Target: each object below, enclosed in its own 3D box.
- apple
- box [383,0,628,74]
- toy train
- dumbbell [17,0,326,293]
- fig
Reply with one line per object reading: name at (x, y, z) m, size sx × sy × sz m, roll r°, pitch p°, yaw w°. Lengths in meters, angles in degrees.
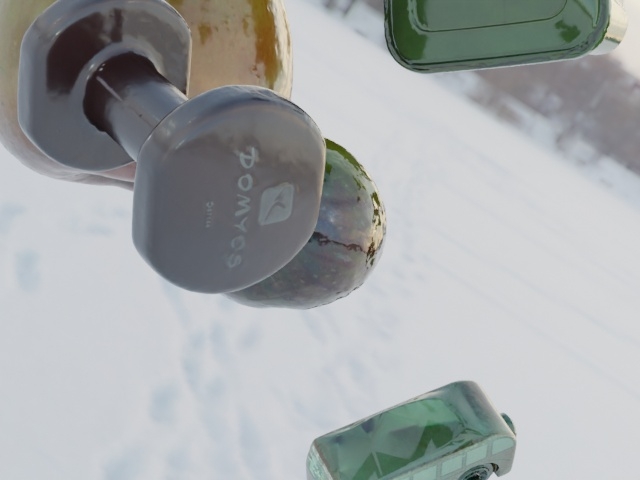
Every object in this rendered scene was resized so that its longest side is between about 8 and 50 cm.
apple at (-0.188, -0.204, 1.642) m, size 0.338 × 0.305 × 0.338 m, roll 10°, pitch -6°, yaw 1°
box at (0.210, -0.344, 1.686) m, size 0.253 × 0.329 × 0.178 m, roll -2°, pitch 0°, yaw 30°
toy train at (0.134, 0.306, 2.226) m, size 0.159 × 0.326 × 0.129 m, roll 90°, pitch -24°, yaw -51°
dumbbell at (-0.103, -0.072, 1.030) m, size 0.124 × 0.140 × 0.225 m, roll -12°, pitch 36°, yaw -30°
fig at (0.000, 0.000, 1.237) m, size 0.149 × 0.149 × 0.245 m, roll 36°, pitch 6°, yaw 25°
